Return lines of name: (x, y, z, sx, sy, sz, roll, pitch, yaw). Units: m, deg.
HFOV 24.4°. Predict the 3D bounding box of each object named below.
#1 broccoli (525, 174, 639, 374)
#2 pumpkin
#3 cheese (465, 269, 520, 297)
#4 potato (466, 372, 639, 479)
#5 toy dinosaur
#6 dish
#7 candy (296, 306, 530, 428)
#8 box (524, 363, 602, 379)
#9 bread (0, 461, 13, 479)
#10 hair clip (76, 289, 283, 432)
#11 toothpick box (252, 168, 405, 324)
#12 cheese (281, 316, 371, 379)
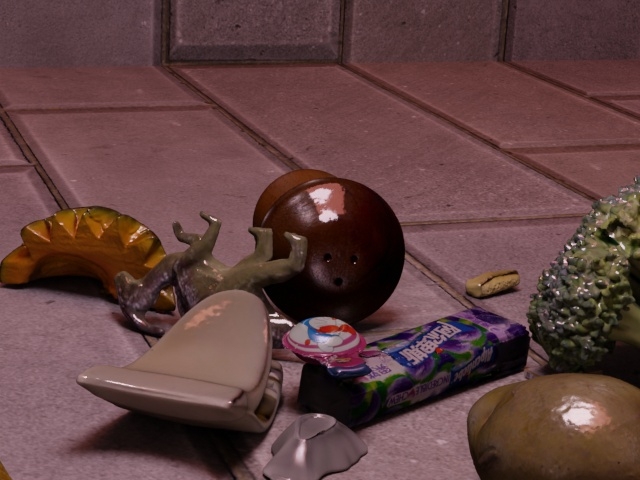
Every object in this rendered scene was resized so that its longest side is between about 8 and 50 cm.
broccoli: (0.415, 0.042, 1.704, 0.375, 0.249, 0.302, -16, 31, -29)
pumpkin: (-0.283, 0.003, 1.960, 0.254, 0.130, 0.149, 7, 18, 18)
cheese: (0.235, 0.058, 2.041, 0.083, 0.030, 0.044, -15, 3, -34)
potato: (0.234, 0.197, 1.387, 0.178, 0.160, 0.235, 37, -18, -30)
toy dinosaur: (-0.118, 0.054, 1.794, 0.294, 0.162, 0.077, 13, -2, 35)
dish: (-0.010, 0.204, 1.503, 0.091, 0.039, 0.137, 11, 17, 22)
candy: (0.110, 0.142, 1.691, 0.312, 0.061, 0.088, -13, 26, -42)
box: (0.287, 0.157, 1.754, 0.083, 0.012, 0.046, -7, 19, -31)
bread: (-0.306, 0.233, 1.281, 0.087, 0.098, 0.269, -44, 29, -6)
hair clip: (-0.124, 0.146, 1.584, 0.172, 0.113, 0.282, 7, 23, 15)
toothpick box: (0.000, 0.000, 1.941, 0.192, 0.192, 0.294, 0, 11, -9)
cheese: (0.010, 0.116, 1.596, 0.095, 0.038, 0.145, -5, 21, -19)
